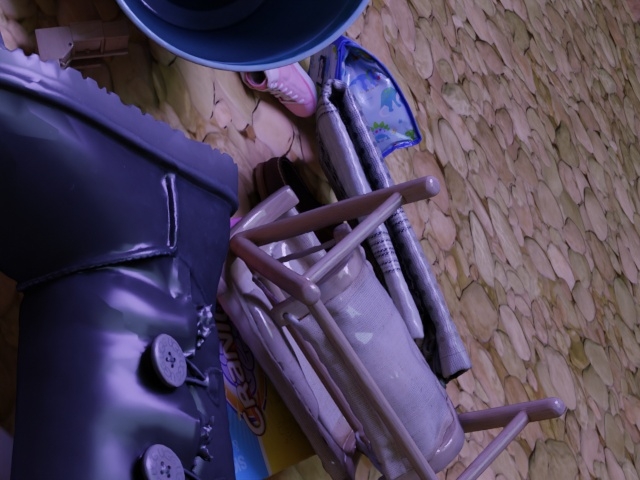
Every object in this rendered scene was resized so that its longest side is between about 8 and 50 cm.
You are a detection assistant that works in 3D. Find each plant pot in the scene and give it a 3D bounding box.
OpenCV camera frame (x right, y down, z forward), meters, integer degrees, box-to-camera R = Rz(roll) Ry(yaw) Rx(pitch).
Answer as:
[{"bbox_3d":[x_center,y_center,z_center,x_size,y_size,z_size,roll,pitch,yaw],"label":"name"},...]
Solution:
[{"bbox_3d":[-0.095,-0.295,1.620,0.271,0.272,0.255,62,-9,-10],"label":"plant pot"}]

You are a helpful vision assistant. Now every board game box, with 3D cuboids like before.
[{"bbox_3d":[-0.097,0.106,1.542,0.316,0.064,0.242,-13,81,-65],"label":"board game box"}]

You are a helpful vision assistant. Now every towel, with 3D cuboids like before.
[{"bbox_3d":[0.062,0.015,1.778,0.312,0.056,0.324,100,-33,-81],"label":"towel"}]

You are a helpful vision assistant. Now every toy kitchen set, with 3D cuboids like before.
[{"bbox_3d":[-0.213,-0.149,1.533,0.068,0.083,0.075,115,-35,-66],"label":"toy kitchen set"}]

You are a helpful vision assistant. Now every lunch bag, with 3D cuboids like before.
[{"bbox_3d":[0.039,-0.173,1.962,0.151,0.096,0.129,67,-8,-19],"label":"lunch bag"}]

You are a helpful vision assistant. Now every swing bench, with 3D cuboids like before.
[{"bbox_3d":[0.036,0.094,1.499,0.165,0.255,0.253,-41,109,-26],"label":"swing bench"}]

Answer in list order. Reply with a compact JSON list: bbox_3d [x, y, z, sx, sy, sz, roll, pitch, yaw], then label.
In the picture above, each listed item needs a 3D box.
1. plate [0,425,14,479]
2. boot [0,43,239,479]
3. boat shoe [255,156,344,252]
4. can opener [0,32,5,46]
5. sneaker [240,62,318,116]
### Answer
[{"bbox_3d":[-0.271,0.219,1.126,0.278,0.045,0.277,48,30,-35],"label":"plate"},{"bbox_3d":[-0.197,0.112,1.176,0.367,0.146,0.445,19,63,-40],"label":"boot"},{"bbox_3d":[0.000,0.000,1.816,0.207,0.073,0.073,65,26,-1],"label":"boat shoe"},{"bbox_3d":[-0.290,-0.121,1.341,0.095,0.076,0.283,4,65,-63],"label":"can opener"},{"bbox_3d":[-0.051,-0.177,1.897,0.070,0.051,0.134,-58,137,-35],"label":"sneaker"}]
